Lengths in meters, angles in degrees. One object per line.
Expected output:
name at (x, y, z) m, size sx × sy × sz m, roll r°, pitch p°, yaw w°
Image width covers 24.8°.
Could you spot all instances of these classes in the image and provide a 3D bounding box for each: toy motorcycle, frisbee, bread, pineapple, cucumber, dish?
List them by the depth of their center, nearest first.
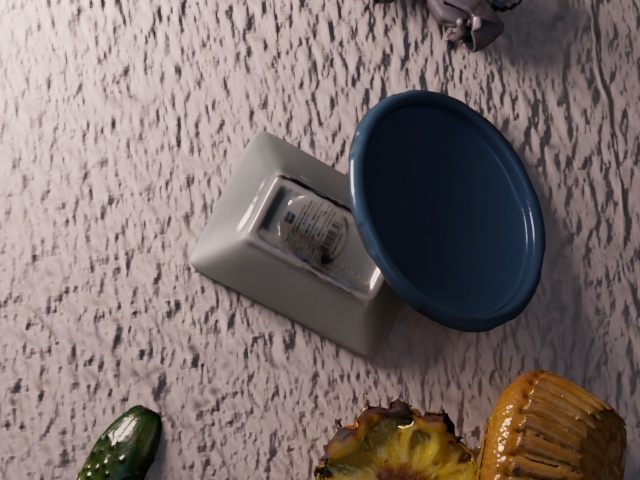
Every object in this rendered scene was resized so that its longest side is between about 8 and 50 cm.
bread at (0.250, 0.257, 1.572) m, size 0.139 × 0.240 × 0.240 m, roll -1°, pitch 81°, yaw 27°
cucumber at (-0.211, 0.228, 1.574) m, size 0.067 × 0.035 × 0.107 m, roll 29°, pitch 76°, yaw -5°
pineapple at (0.083, 0.281, 1.606) m, size 0.224 × 0.076 × 0.225 m, roll 3°, pitch 80°, yaw -14°
dish at (0.000, 0.000, 1.626) m, size 0.243 × 0.080 × 0.182 m, roll 28°, pitch 78°, yaw -6°
frisbee at (0.137, -0.031, 1.635) m, size 0.289 × 0.049 × 0.290 m, roll 17°, pitch 61°, yaw -34°
toy motorcycle at (0.132, -0.288, 1.695) m, size 0.215 × 0.080 × 0.123 m, roll 10°, pitch 78°, yaw -5°
